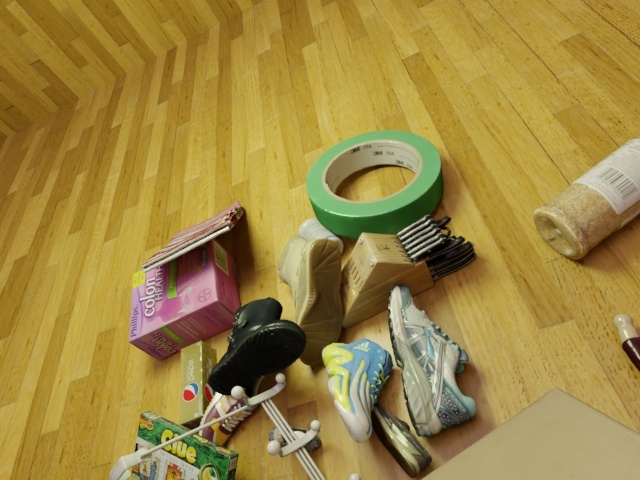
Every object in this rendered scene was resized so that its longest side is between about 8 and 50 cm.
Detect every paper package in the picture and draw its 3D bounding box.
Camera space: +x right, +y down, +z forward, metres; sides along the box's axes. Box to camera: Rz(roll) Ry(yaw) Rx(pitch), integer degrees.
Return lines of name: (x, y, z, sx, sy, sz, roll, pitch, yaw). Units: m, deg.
paper package: (0.246, 0.355, 0.537, 0.325, 0.309, 0.168, -36, 85, 2)

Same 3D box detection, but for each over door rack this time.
over door rack: (-0.119, 0.367, 0.734, 0.324, 0.108, 0.239, -18, 54, -39)

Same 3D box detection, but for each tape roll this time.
tape roll: (0.128, -0.142, 1.127, 0.322, 0.077, 0.321, -10, 44, 10)

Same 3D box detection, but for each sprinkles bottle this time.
sprinkles bottle: (0.572, -0.114, 0.865, 0.355, 0.121, 0.121, -36, 46, -1)

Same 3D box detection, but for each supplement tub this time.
supplement tub: (0.000, 0.000, 1.128, 0.071, 0.071, 0.107, -40, 47, -5)

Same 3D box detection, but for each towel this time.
towel: (-0.319, -0.019, 1.215, 0.237, 0.037, 0.329, -28, 12, 1)

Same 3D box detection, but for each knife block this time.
knife block: (0.178, 0.068, 0.981, 0.088, 0.242, 0.275, -110, 35, -44)

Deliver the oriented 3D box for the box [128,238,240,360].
box: (-0.337, 0.142, 1.170, 0.243, 0.117, 0.213, -26, 46, 9)

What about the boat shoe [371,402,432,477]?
boat shoe: (0.133, 0.334, 0.805, 0.049, 0.056, 0.152, -17, 34, -19)

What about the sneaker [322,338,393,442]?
sneaker: (0.078, 0.246, 0.841, 0.126, 0.091, 0.240, -23, 25, -1)

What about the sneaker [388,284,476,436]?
sneaker: (0.196, 0.204, 0.852, 0.122, 0.110, 0.282, -11, 53, 2)

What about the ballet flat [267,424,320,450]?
ballet flat: (-0.057, 0.368, 0.887, 0.115, 0.041, 0.041, -2, 54, 28)

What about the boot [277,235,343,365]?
boot: (-0.033, 0.120, 1.025, 0.203, 0.095, 0.261, -170, 82, -67)

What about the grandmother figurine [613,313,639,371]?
grandmother figurine: (0.552, 0.151, 0.688, 0.208, 0.104, 0.342, -15, 46, 56)

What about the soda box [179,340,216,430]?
soda box: (-0.267, 0.317, 1.029, 0.058, 0.061, 0.181, -25, 46, 10)

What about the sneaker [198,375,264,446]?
sneaker: (-0.178, 0.345, 0.952, 0.084, 0.069, 0.185, -2, 55, 34)

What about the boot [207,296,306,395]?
boot: (-0.115, 0.180, 0.954, 0.246, 0.094, 0.207, -38, 19, 27)

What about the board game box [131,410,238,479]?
board game box: (-0.273, 0.441, 0.917, 0.260, 0.030, 0.136, 7, 85, 33)
